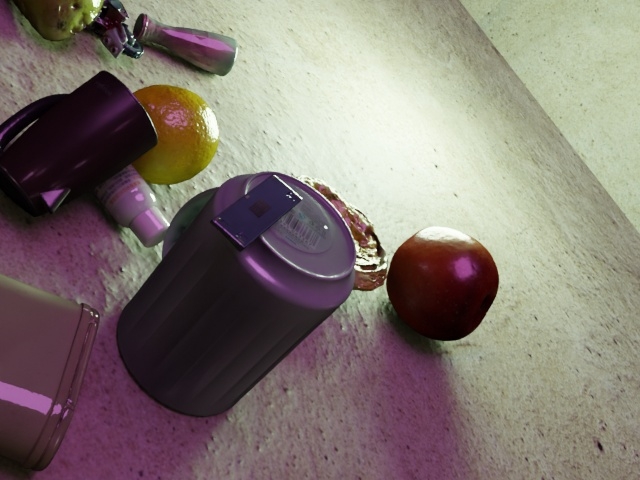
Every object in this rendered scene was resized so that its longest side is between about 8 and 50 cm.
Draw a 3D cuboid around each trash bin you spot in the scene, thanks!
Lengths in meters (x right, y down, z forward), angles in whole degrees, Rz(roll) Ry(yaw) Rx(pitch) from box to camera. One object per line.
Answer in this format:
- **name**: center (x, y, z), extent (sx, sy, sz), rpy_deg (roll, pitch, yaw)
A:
- **trash bin**: center (-0.423, 0.140, 1.139), extent (0.247, 0.121, 0.243), rpy_deg (27, 37, -19)

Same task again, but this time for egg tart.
- **egg tart**: center (0.000, 0.000, 1.746), extent (0.291, 0.107, 0.291), rpy_deg (32, 31, -22)

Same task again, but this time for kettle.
- **kettle**: center (-0.401, -0.154, 1.405), extent (0.232, 0.144, 0.202), rpy_deg (-40, 66, -20)

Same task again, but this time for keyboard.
- **keyboard**: center (-0.081, -0.039, 1.187), extent (0.055, 0.014, 0.176), rpy_deg (43, 33, 1)

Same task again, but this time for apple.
- **apple**: center (0.244, 0.086, 1.806), extent (0.201, 0.218, 0.218), rpy_deg (32, 26, 31)

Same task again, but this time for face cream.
- **face cream**: center (-0.347, -0.102, 1.512), extent (0.269, 0.082, 0.082), rpy_deg (51, 34, 9)

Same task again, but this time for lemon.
- **lemon**: center (-0.270, -0.187, 1.598), extent (0.203, 0.178, 0.178), rpy_deg (-19, 67, -51)

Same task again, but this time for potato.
- **potato**: center (-0.515, -0.512, 1.688), extent (0.160, 0.111, 0.272), rpy_deg (-31, 69, -12)

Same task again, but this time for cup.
- **cup**: center (-0.131, 0.043, 1.357), extent (0.237, 0.327, 0.323), rpy_deg (11, 44, -39)

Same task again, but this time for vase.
- **vase**: center (-0.287, -0.419, 1.923), extent (0.214, 0.086, 0.086), rpy_deg (14, 43, -30)

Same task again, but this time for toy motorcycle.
- **toy motorcycle**: center (-0.435, -0.438, 1.781), extent (0.213, 0.082, 0.122), rpy_deg (50, 33, 12)
